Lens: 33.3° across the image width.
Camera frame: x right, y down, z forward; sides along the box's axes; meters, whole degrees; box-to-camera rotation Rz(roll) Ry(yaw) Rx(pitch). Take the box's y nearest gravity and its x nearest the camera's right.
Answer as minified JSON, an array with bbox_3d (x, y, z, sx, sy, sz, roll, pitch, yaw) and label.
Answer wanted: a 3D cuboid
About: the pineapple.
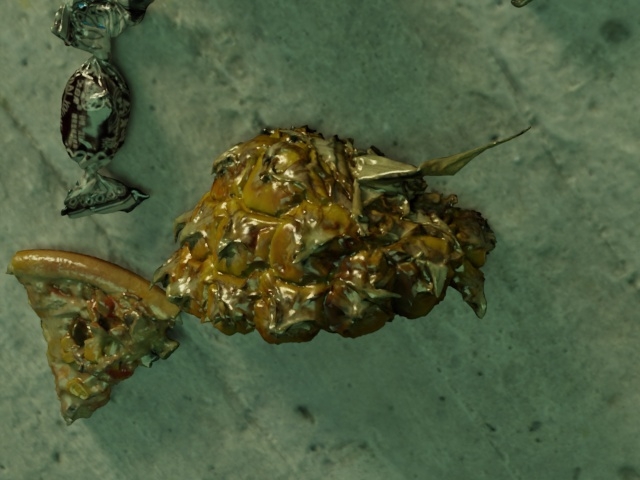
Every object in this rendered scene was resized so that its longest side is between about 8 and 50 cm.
[{"bbox_3d":[-0.001,-0.005,0.888,0.334,0.161,0.158,3,114,12],"label":"pineapple"}]

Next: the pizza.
[{"bbox_3d":[-0.232,0.105,1.045,0.185,0.052,0.195,18,118,5],"label":"pizza"}]

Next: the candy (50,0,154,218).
[{"bbox_3d":[-0.189,-0.117,0.930,0.094,0.051,0.226,12,117,2],"label":"candy"}]

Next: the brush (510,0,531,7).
[{"bbox_3d":[0.233,-0.264,0.783,0.248,0.043,0.036,-38,96,25],"label":"brush"}]
